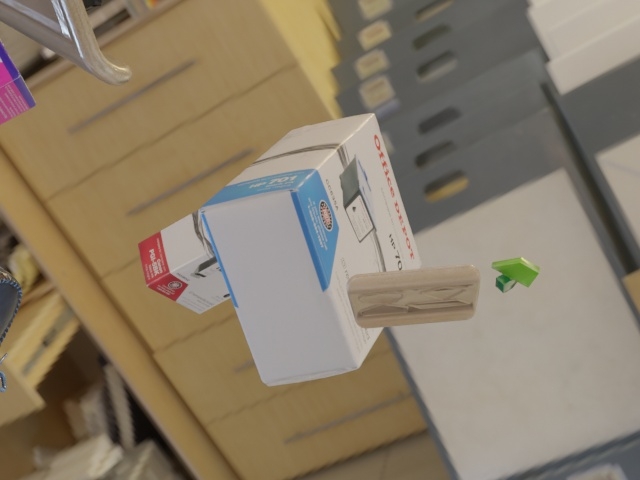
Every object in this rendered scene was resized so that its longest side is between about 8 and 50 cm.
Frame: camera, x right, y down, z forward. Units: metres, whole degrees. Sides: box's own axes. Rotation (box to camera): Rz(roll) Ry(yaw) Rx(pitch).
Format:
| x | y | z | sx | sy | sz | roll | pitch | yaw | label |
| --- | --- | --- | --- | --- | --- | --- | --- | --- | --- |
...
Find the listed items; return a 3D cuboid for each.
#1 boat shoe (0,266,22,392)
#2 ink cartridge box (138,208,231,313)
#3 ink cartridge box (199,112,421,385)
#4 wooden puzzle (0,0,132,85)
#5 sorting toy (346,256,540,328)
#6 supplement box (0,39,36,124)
| x | y | z | sx | sy | sz | roll | pitch | yaw | label |
| --- | --- | --- | --- | --- | --- | --- | --- | --- | --- |
| -0.375 | 0.150 | 1.234 | 0.089 | 0.109 | 0.258 | 29 | 90 | 40 | boat shoe |
| -0.103 | 0.012 | 1.250 | 0.135 | 0.099 | 0.056 | -28 | 58 | 19 | ink cartridge box |
| 0.000 | 0.000 | 0.902 | 0.082 | 0.139 | 0.190 | -12 | 17 | 25 | ink cartridge box |
| -0.187 | -0.213 | 0.678 | 0.044 | 0.238 | 0.221 | -31 | 30 | -17 | wooden puzzle |
| 0.055 | 0.022 | 0.537 | 0.083 | 0.012 | 0.062 | -6 | -21 | 4 | sorting toy |
| -0.499 | -0.185 | 1.563 | 0.220 | 0.111 | 0.114 | -29 | -11 | -9 | supplement box |
